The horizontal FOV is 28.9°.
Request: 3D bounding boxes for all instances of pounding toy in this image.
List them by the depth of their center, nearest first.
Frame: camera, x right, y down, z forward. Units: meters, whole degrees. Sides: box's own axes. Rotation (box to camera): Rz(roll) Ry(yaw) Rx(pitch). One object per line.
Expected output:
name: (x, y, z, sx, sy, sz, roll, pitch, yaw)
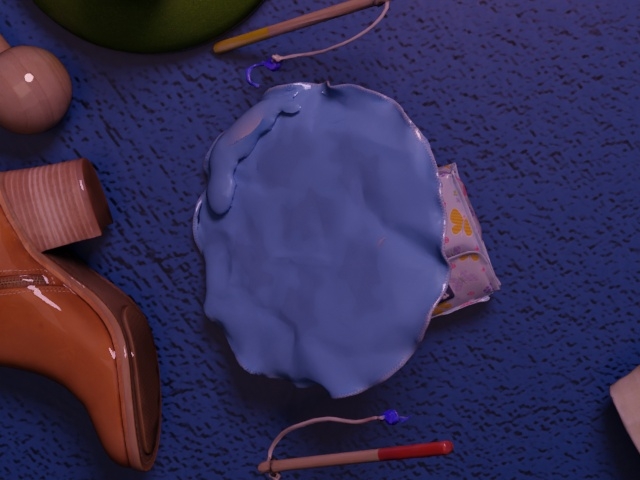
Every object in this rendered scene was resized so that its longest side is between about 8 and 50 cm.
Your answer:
pounding toy: (-0.127, -0.182, 0.691, 0.236, 0.110, 0.183, -33, 95, 5)

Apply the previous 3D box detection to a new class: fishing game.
fishing game: (0.000, 0.000, 0.710, 0.189, 0.041, 0.264, -16, 80, 38)

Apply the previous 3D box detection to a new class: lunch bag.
lunch bag: (0.062, 0.005, 0.737, 0.071, 0.053, 0.083, -19, 99, 10)

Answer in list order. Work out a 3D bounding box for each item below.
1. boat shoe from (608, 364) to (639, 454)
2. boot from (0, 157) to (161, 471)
boat shoe: (0.274, 0.194, 0.740, 0.094, 0.109, 0.302, -27, 86, 20)
boot: (-0.185, 0.058, 0.746, 0.152, 0.073, 0.197, -16, 89, 6)
